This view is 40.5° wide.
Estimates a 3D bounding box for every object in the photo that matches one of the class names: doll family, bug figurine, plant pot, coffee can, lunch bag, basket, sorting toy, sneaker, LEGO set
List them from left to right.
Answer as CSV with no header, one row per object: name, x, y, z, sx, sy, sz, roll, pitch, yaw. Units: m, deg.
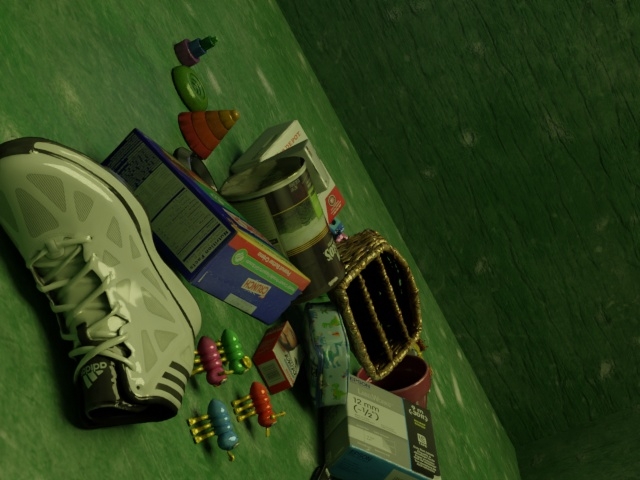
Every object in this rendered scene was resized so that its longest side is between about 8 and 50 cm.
sneaker,-0.295,0.082,1.159,0.447,0.169,0.257,57,15,-37
sorting toy,-0.263,-0.362,2.051,0.127,0.126,0.365,47,24,-50
bug figurine,-0.157,0.266,1.544,0.216,0.072,0.279,67,15,6
coffee can,-0.082,-0.020,1.920,0.201,0.202,0.275,-79,150,-66
lunch bag,0.009,0.259,1.964,0.219,0.090,0.176,-105,-166,-53
LEGO set,0.024,0.028,2.261,0.093,0.087,0.227,38,53,-3
basket,0.143,0.148,2.097,0.223,0.213,0.299,-128,-164,-65
plant pot,0.209,0.433,2.357,0.201,0.201,0.180,-79,158,-66
doll family,0.321,0.414,2.877,0.263,0.118,0.163,68,15,10

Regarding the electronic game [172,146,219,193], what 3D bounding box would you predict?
electronic game,-0.251,-0.087,1.811,0.229,0.048,0.229,-21,90,-83

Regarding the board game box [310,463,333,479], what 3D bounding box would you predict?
board game box,0.028,0.573,1.794,0.186,0.026,0.126,65,15,-5

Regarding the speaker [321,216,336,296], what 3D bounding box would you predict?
speaker,0.000,0.000,2.398,0.131,0.131,0.296,32,36,-65

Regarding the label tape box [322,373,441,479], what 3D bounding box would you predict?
label tape box,0.136,0.426,2.033,0.249,0.115,0.347,27,32,-18

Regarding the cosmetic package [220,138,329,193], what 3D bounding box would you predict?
cosmetic package,-0.105,-0.132,2.030,0.117,0.231,0.085,61,15,-19

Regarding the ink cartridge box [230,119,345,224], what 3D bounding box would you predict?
ink cartridge box,-0.080,-0.140,2.216,0.197,0.114,0.273,-53,123,-39

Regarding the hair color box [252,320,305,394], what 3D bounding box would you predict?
hair color box,-0.086,0.248,1.853,0.093,0.053,0.167,63,13,-11

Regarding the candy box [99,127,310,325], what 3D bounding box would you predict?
candy box,-0.203,-0.019,1.498,0.317,0.122,0.268,44,2,31
